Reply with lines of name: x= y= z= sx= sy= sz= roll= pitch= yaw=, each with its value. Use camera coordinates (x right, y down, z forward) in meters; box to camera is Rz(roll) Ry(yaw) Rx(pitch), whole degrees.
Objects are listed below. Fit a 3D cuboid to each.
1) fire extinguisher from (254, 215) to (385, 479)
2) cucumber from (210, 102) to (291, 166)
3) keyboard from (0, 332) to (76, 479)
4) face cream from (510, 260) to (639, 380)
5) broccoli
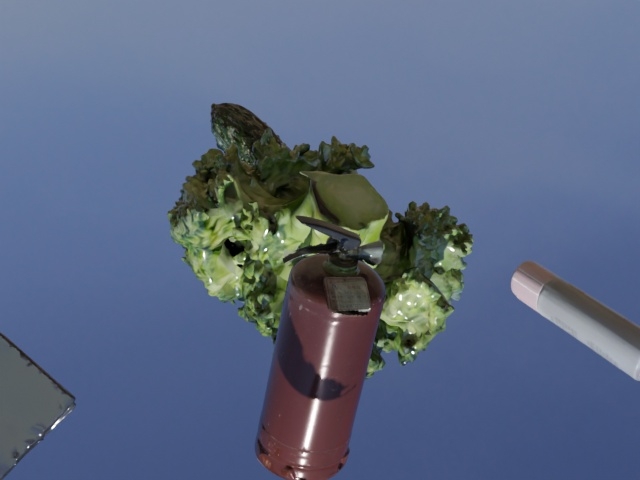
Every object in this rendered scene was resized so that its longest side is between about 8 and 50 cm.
fire extinguisher: x=-0.001 y=0.098 z=1.110 sx=0.105 sy=0.269 sz=0.105 roll=9 pitch=-151 yaw=-5
cucumber: x=-0.055 y=-0.086 z=1.831 sx=0.096 sy=0.096 sz=0.359 roll=-29 pitch=-115 yaw=-36
keyboard: x=-0.240 y=0.140 z=0.745 sx=0.196 sy=0.074 sz=0.015 roll=-45 pitch=-178 yaw=15
face cream: x=0.327 y=0.096 z=1.453 sx=0.198 sy=0.084 sz=0.057 roll=37 pitch=-91 yaw=33
broccoli: x=0.008 y=0.014 z=1.495 sx=0.277 sy=0.338 sz=0.317 roll=-35 pitch=-161 yaw=-28
